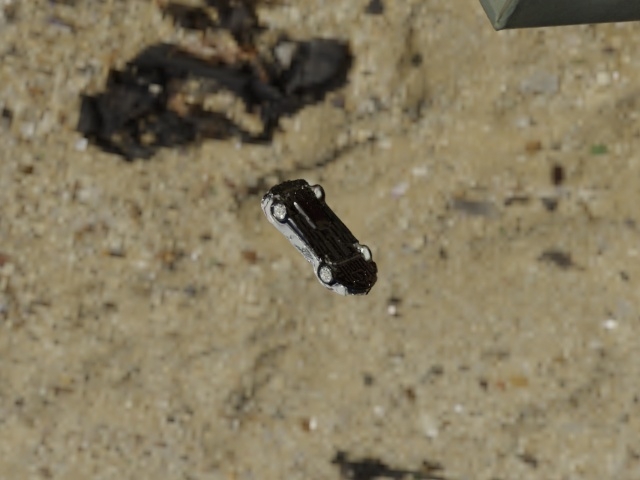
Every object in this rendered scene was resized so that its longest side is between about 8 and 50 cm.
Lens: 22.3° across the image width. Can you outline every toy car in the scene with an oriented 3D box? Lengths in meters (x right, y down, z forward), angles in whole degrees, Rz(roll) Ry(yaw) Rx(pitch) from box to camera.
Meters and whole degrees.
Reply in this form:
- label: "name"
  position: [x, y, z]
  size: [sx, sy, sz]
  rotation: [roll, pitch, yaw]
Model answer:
- label: "toy car"
  position: [0.000, 0.000, 1.029]
  size: [0.041, 0.093, 0.025]
  rotation: [-21, 157, -42]

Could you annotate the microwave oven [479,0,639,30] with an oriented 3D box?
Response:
- label: "microwave oven"
  position: [0.285, -0.388, 1.194]
  size: [0.374, 0.236, 0.432]
  rotation: [-7, 147, -28]
